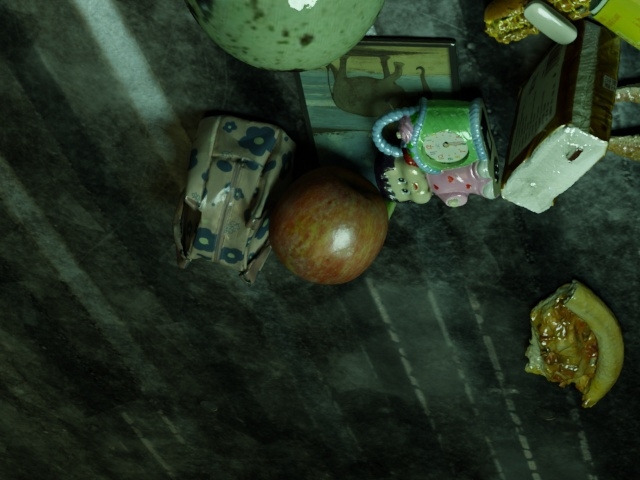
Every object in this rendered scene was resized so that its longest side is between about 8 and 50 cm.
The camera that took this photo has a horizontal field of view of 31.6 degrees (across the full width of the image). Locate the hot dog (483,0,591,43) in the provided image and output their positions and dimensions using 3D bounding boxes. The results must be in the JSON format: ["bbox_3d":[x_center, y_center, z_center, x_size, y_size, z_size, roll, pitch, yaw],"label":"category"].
[{"bbox_3d":[0.300,-0.320,1.557,0.165,0.045,0.071,-15,134,32],"label":"hot dog"}]

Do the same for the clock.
[{"bbox_3d":[0.173,-0.136,1.769,0.195,0.100,0.194,-5,134,21],"label":"clock"}]

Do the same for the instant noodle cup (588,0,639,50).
[{"bbox_3d":[0.476,-0.294,1.415,0.236,0.215,0.215,28,141,-3],"label":"instant noodle cup"}]

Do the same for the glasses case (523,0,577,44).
[{"bbox_3d":[0.311,-0.294,1.529,0.083,0.021,0.032,31,139,-20],"label":"glasses case"}]

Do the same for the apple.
[{"bbox_3d":[0.016,-0.027,1.835,0.188,0.188,0.174,27,117,-13],"label":"apple"}]

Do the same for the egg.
[{"bbox_3d":[-0.052,-0.385,1.410,0.287,0.288,0.379,0,141,21],"label":"egg"}]

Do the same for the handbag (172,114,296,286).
[{"bbox_3d":[-0.152,-0.063,1.921,0.190,0.193,0.251,12,143,0],"label":"handbag"}]

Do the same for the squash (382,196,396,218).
[{"bbox_3d":[0.034,-0.045,1.974,0.200,0.090,0.075,7,136,22],"label":"squash"}]

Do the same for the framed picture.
[{"bbox_3d":[0.101,-0.190,1.817,0.265,0.016,0.347,5,141,14],"label":"framed picture"}]

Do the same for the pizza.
[{"bbox_3d":[0.472,0.201,2.111,0.182,0.074,0.365,-2,138,9],"label":"pizza"}]

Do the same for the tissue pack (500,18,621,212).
[{"bbox_3d":[0.332,-0.174,1.578,0.092,0.226,0.183,21,142,-9],"label":"tissue pack"}]

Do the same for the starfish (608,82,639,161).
[{"bbox_3d":[0.557,-0.147,1.666,0.302,0.060,0.299,36,136,-24],"label":"starfish"}]
